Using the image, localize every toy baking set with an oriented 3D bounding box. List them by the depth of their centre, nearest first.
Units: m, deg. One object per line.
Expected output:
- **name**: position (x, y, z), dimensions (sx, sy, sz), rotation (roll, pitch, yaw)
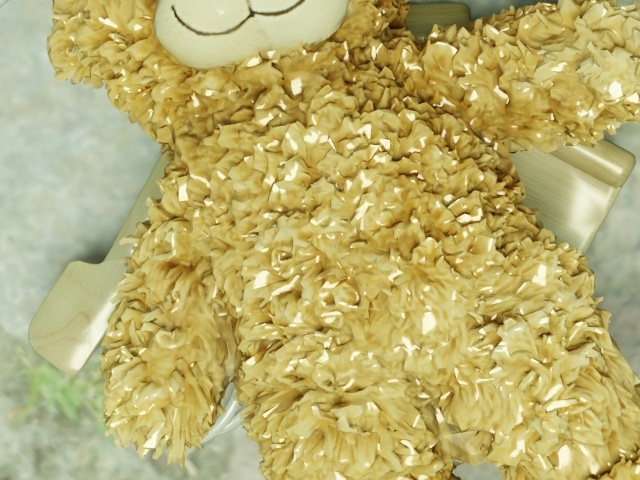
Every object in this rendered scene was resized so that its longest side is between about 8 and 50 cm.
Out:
- **toy baking set**: position (0.002, -0.007, 0.662), dimensions (0.256, 0.030, 0.197), rotation (4, 85, 8)

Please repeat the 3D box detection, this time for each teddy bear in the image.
- **teddy bear**: position (0.017, 0.003, 0.578), dimensions (0.245, 0.113, 0.338), rotation (-9, 89, 22)

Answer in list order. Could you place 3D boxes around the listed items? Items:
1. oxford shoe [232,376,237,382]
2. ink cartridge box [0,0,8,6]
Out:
- **oxford shoe**: position (0.016, 0.024, 0.700), dimensions (0.212, 0.076, 0.076), rotation (4, 106, 2)
- **ink cartridge box**: position (-0.087, -0.253, 0.467), dimensions (0.385, 0.308, 0.091), rotation (-36, 63, 19)
